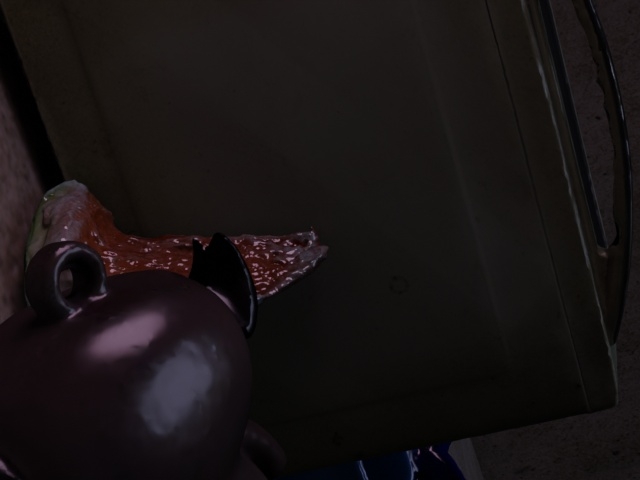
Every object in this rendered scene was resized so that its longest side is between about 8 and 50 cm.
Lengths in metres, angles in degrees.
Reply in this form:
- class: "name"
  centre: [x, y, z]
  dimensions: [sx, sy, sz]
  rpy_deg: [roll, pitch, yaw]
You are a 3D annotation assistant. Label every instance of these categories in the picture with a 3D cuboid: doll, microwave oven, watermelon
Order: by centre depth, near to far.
- class: "doll"
  centre: [-0.076, 0.119, 0.437]
  dimensions: [0.182, 0.117, 0.257]
  rpy_deg: [-39, 117, -48]
- class: "watermelon"
  centre: [-0.084, 0.048, 0.554]
  dimensions: [0.098, 0.158, 0.121]
  rpy_deg: [-74, 174, -74]
- class: "microwave oven"
  centre: [0.011, -0.087, 0.678]
  dimensions: [0.247, 0.333, 0.394]
  rpy_deg: [-61, 136, -72]

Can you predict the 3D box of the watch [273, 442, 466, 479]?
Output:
- class: "watch"
  centre: [0.029, 0.198, 0.906]
  dimensions: [0.200, 0.171, 0.196]
  rpy_deg: [46, 16, -48]
